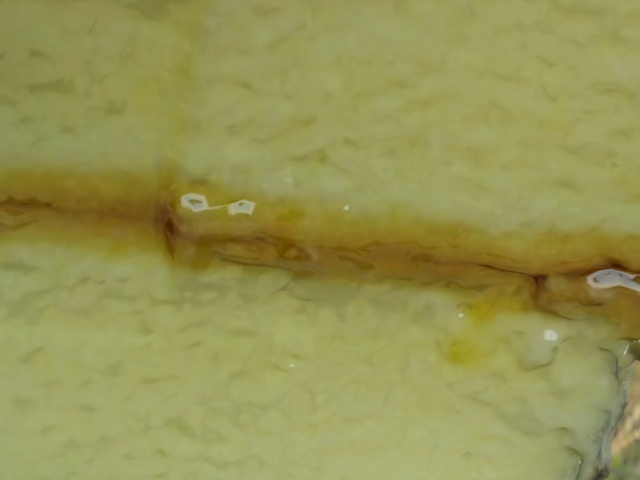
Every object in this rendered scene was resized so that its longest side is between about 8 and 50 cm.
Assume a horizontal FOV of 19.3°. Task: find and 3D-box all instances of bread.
[{"bbox_3d":[0.000,0.000,0.481,0.178,0.240,0.135,29,44,21],"label":"bread"}]
